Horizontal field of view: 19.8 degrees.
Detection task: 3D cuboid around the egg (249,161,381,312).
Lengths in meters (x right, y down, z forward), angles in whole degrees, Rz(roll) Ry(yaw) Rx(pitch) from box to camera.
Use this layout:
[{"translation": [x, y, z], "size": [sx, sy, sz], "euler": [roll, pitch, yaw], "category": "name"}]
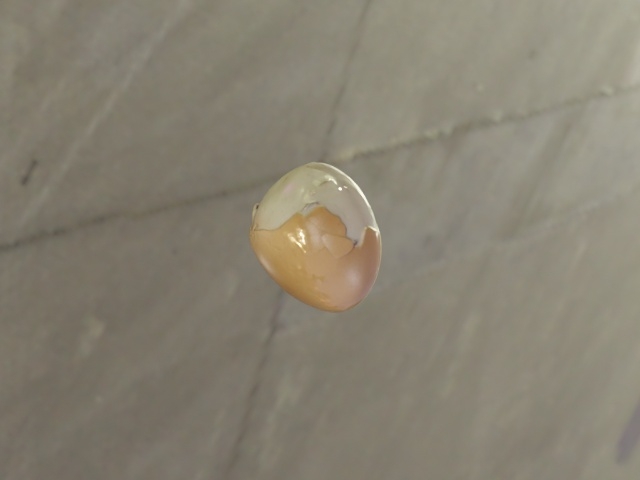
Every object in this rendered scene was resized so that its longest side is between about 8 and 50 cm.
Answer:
[{"translation": [0.000, 0.000, 1.036], "size": [0.071, 0.083, 0.071], "euler": [-36, 171, -6], "category": "egg"}]
